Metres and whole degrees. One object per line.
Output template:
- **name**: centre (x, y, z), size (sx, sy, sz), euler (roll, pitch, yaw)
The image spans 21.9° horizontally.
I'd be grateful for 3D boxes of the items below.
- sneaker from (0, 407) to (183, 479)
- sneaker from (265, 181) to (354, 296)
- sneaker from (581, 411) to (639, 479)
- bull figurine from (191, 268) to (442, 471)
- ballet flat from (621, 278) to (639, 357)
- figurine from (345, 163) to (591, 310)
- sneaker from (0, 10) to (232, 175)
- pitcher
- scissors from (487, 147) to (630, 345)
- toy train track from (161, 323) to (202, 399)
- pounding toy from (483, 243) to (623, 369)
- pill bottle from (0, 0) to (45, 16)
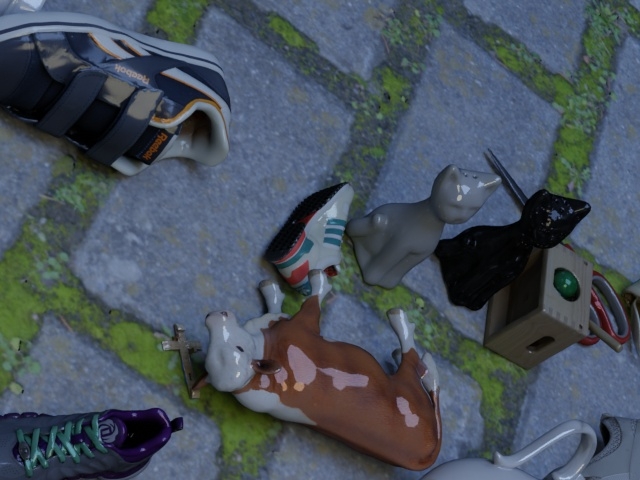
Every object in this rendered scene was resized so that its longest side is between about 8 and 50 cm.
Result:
- **sneaker**: centre (-0.239, 0.184, 1.535), size (0.224, 0.098, 0.083), euler (-4, 68, -40)
- **sneaker**: centre (0.000, 0.000, 1.876), size (0.075, 0.057, 0.161), euler (58, 42, -19)
- **sneaker**: centre (0.329, 0.320, 1.929), size (0.115, 0.105, 0.281), euler (21, 49, 17)
- **bull figurine**: centre (0.001, 0.134, 1.754), size (0.310, 0.101, 0.188), euler (31, 46, -22)
- **ballet flat**: centre (0.453, 0.159, 2.125), size (0.086, 0.086, 0.248), euler (-1, 64, -39)
- **figurine**: centre (0.170, -0.015, 1.900), size (0.215, 0.209, 0.092), euler (14, 57, -32)
- **sneaker**: centre (-0.222, -0.150, 1.730), size (0.321, 0.126, 0.127), euler (5, 56, -38)
- **pitcher**: centre (0.202, 0.274, 1.784), size (0.207, 0.177, 0.125), euler (4, 18, -35)
- **scissors**: centre (0.309, 0.006, 2.135), size (0.109, 0.021, 0.297), euler (-14, 73, -40)
- **toy train track**: centre (-0.137, 0.123, 1.712), size (0.048, 0.014, 0.083), euler (2, 64, -37)
- **pounding toy**: centre (0.281, 0.085, 1.977), size (0.100, 0.141, 0.130), euler (29, 50, -22)
- **pill bottle**: centre (-0.377, -0.282, 1.696), size (0.187, 0.112, 0.112), euler (31, 49, -20)
